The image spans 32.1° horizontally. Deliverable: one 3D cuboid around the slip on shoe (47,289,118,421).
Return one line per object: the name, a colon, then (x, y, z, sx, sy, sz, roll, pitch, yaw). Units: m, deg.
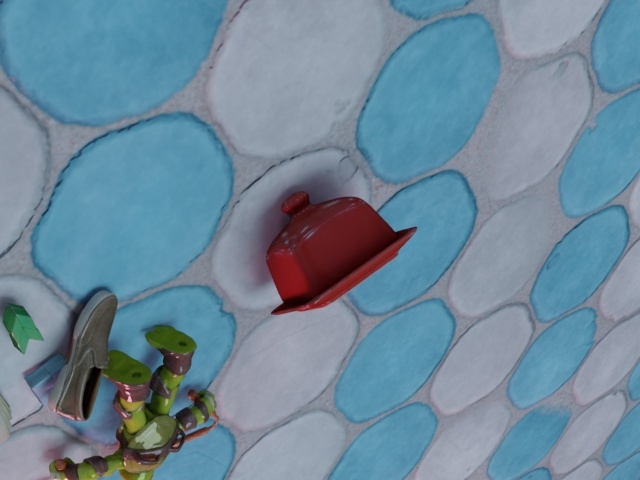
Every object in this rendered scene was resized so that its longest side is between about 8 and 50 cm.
slip on shoe: (-0.232, 0.118, 1.131, 0.135, 0.041, 0.051, -66, 158, -4)

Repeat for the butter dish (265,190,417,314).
butter dish: (0.000, 0.000, 1.229, 0.160, 0.118, 0.160, -35, -176, -18)

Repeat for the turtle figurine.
turtle figurine: (-0.207, 0.212, 1.236, 0.269, 0.087, 0.217, -18, 136, -34)

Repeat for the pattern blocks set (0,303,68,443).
pattern blocks set: (-0.387, 0.193, 1.061, 0.325, 0.026, 0.285, -42, 151, -10)
